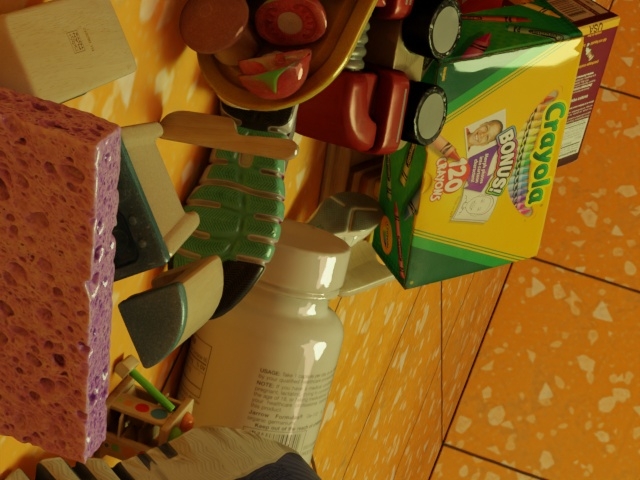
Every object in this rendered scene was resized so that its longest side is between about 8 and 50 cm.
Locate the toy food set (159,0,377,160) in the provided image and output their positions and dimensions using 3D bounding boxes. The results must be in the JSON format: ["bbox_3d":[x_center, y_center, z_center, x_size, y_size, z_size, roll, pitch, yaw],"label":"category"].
[{"bbox_3d":[-0.038,-0.167,1.077,0.218,0.128,0.071,-66,153,-10],"label":"toy food set"}]

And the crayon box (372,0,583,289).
[{"bbox_3d":[0.154,-0.095,1.550,0.165,0.081,0.278,-13,132,-23],"label":"crayon box"}]

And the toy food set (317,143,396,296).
[{"bbox_3d":[0.116,-0.093,1.637,0.219,0.092,0.306,-20,134,-35],"label":"toy food set"}]

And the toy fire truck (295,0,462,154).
[{"bbox_3d":[0.026,-0.181,1.314,0.246,0.158,0.217,-7,111,-53],"label":"toy fire truck"}]

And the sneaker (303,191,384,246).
[{"bbox_3d":[0.000,0.000,1.549,0.152,0.054,0.061,-31,158,-32],"label":"sneaker"}]

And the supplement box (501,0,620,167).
[{"bbox_3d":[0.244,-0.180,1.684,0.080,0.104,0.188,-19,136,-34],"label":"supplement box"}]

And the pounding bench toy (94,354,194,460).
[{"bbox_3d":[-0.133,0.136,1.201,0.052,0.065,0.083,-50,154,-58],"label":"pounding bench toy"}]

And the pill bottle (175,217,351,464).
[{"bbox_3d":[-0.051,0.101,1.346,0.131,0.131,0.229,-29,136,-71],"label":"pill bottle"}]

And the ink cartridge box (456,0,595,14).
[{"bbox_3d":[0.192,-0.202,1.740,0.308,0.091,0.385,-40,160,-11],"label":"ink cartridge box"}]

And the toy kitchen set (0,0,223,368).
[{"bbox_3d":[-0.173,-0.010,0.861,0.207,0.166,0.122,68,22,-8],"label":"toy kitchen set"}]

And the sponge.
[{"bbox_3d":[-0.166,0.018,0.801,0.031,0.117,0.210,-56,159,-53],"label":"sponge"}]

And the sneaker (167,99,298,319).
[{"bbox_3d":[-0.058,-0.039,1.246,0.098,0.083,0.224,46,62,-81],"label":"sneaker"}]

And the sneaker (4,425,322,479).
[{"bbox_3d":[-0.133,0.251,1.148,0.315,0.127,0.182,2,125,-45],"label":"sneaker"}]

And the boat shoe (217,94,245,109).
[{"bbox_3d":[-0.041,-0.179,1.161,0.059,0.063,0.170,-31,137,-74],"label":"boat shoe"}]
